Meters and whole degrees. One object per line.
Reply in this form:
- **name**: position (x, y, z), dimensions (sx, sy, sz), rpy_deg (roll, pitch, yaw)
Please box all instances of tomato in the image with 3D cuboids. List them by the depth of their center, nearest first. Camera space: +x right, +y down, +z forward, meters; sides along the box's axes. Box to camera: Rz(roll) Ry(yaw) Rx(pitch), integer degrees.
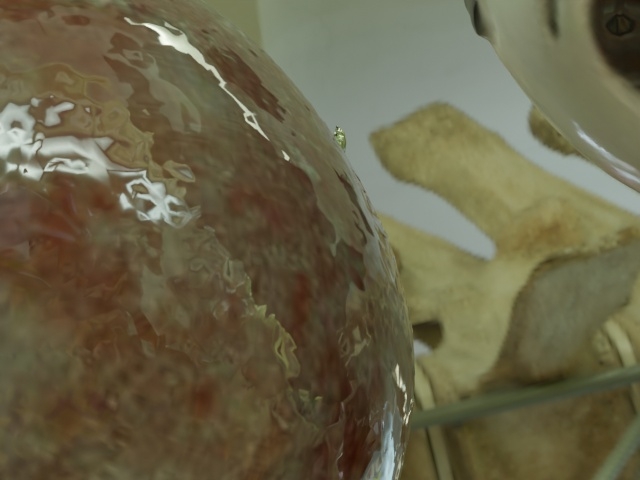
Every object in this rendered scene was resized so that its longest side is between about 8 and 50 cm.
- **tomato**: position (-0.122, 0.048, 0.496), dimensions (0.317, 0.316, 0.283), rpy_deg (-37, -32, 30)

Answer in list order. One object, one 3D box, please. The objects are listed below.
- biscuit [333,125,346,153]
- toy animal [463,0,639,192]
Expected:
- **biscuit**: position (0.000, 0.000, 1.355), dimensions (0.016, 0.231, 0.139), rpy_deg (7, -56, 7)
- **toy animal**: position (0.161, -0.092, 0.438), dimensions (0.235, 0.165, 0.187), rpy_deg (20, -81, -20)
